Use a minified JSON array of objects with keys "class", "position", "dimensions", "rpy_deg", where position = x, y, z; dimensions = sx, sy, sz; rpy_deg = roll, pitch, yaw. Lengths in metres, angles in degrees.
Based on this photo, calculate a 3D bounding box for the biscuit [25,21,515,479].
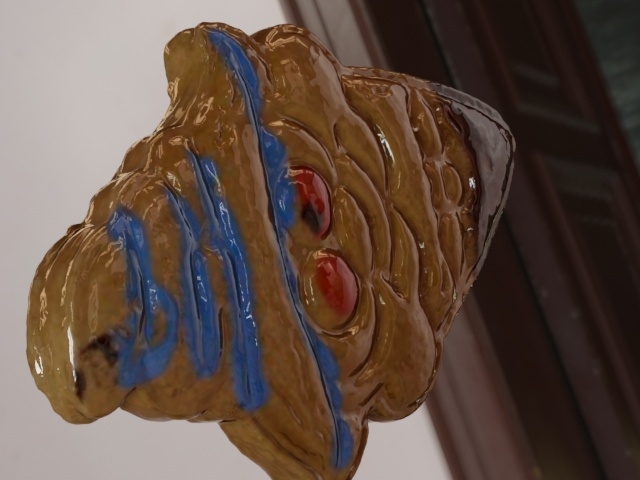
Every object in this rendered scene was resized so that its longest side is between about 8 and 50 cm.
[{"class":"biscuit","position":[0.000,0.000,0.617],"dimensions":[0.043,0.183,0.280],"rpy_deg":[-9,-170,45]}]
